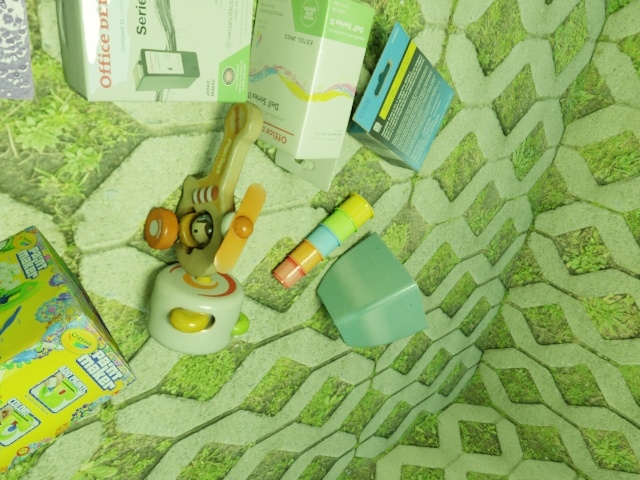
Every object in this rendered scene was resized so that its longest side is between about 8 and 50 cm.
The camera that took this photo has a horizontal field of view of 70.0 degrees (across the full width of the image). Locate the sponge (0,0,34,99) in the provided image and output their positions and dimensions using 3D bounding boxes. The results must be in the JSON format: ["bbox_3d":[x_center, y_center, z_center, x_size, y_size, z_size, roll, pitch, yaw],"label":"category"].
[{"bbox_3d":[-0.465,-0.302,0.619,0.117,0.031,0.209,-11,124,-39],"label":"sponge"}]

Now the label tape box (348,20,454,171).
[{"bbox_3d":[0.183,-0.347,1.146,0.334,0.106,0.240,21,93,-49],"label":"label tape box"}]

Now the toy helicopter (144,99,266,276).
[{"bbox_3d":[-0.188,-0.091,0.873,0.140,0.235,0.354,9,109,-47],"label":"toy helicopter"}]

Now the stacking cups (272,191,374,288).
[{"bbox_3d":[0.000,0.000,1.246,0.316,0.096,0.096,-40,138,-10],"label":"stacking cups"}]

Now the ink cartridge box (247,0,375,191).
[{"bbox_3d":[-0.046,-0.289,0.898,0.119,0.207,0.353,-9,121,-42],"label":"ink cartridge box"}]

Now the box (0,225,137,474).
[{"bbox_3d":[-0.496,0.166,0.704,0.279,0.290,0.176,-34,135,-22],"label":"box"}]

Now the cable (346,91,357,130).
[{"bbox_3d":[0.007,-0.307,1.071,0.185,0.047,0.150,3,118,-50],"label":"cable"}]

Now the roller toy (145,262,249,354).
[{"bbox_3d":[-0.267,0.136,0.981,0.209,0.191,0.146,-8,121,-54],"label":"roller toy"}]

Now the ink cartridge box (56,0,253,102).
[{"bbox_3d":[-0.256,-0.332,0.736,0.273,0.115,0.198,-14,125,-38],"label":"ink cartridge box"}]

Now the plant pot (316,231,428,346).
[{"bbox_3d":[0.139,0.177,1.382,0.253,0.247,0.247,-29,136,-3],"label":"plant pot"}]
